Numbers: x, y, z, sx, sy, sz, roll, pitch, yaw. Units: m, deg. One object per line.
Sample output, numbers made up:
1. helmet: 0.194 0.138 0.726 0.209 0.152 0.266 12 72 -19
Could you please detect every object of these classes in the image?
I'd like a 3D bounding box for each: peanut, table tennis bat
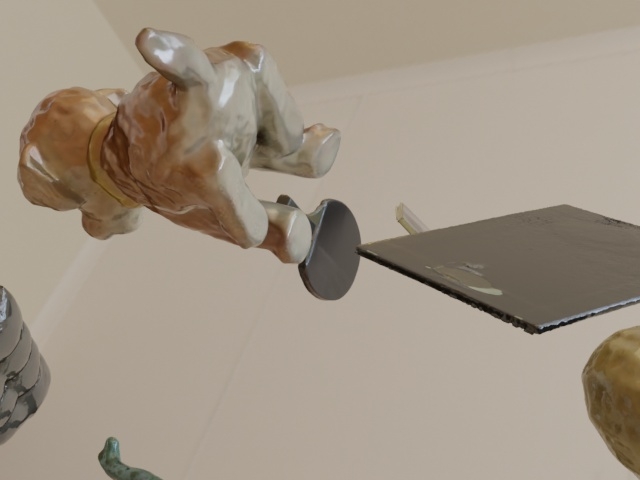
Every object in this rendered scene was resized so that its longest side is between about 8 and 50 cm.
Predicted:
1. peanut: 0.304 0.158 0.659 0.123 0.123 0.257 -39 -140 -9
2. table tennis bat: 0.000 0.000 1.149 0.019 0.220 0.130 8 -111 31

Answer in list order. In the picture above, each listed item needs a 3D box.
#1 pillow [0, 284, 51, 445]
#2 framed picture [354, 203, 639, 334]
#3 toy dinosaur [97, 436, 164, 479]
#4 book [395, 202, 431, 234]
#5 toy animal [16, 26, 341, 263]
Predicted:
1. pillow: -0.422 0.222 0.963 0.101 0.228 0.326 22 -121 8
2. framed picture: 0.233 0.016 0.886 0.324 0.013 0.244 -11 -159 -34
3. toy dinosaur: -0.222 0.446 1.157 0.331 0.129 0.383 -14 -118 42
4. book: 0.168 0.022 1.182 0.014 0.182 0.127 -46 -176 11
5. toy animal: -0.109 -0.065 0.486 0.185 0.184 0.104 14 -108 29
